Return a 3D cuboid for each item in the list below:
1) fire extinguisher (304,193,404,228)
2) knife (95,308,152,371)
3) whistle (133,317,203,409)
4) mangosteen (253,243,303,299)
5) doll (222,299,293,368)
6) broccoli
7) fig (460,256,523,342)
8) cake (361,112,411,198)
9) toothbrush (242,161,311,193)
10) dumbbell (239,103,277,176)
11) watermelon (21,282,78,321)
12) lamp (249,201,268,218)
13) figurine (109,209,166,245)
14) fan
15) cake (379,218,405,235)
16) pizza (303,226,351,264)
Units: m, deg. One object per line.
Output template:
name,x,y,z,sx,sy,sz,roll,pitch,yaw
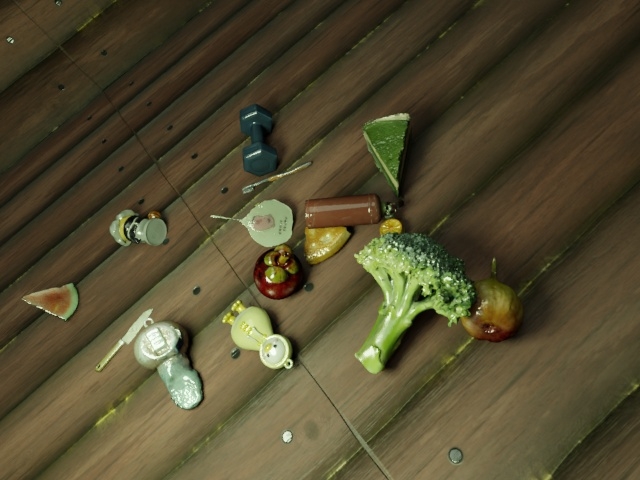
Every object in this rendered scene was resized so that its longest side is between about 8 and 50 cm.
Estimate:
fire extinguisher,0.121,-0.106,1.448,0.336,0.107,0.147,-4,14,8
knife,-0.747,0.380,1.619,0.047,0.017,0.298,26,70,31
whistle,-0.507,0.413,1.434,0.189,0.189,0.348,-36,75,0
mangosteen,-0.139,0.101,1.415,0.199,0.200,0.200,-11,57,17
doll,-0.193,0.309,1.359,0.296,0.117,0.141,32,80,35
broccoli,0.211,0.151,1.230,0.397,0.274,0.353,-59,10,30
fig,0.469,0.148,1.161,0.159,0.159,0.257,3,48,25
cake,0.285,-0.307,1.500,0.172,0.158,0.284,-25,56,6
toothbrush,-0.184,-0.264,1.759,0.320,0.023,0.031,-22,62,11
dumbbell,-0.271,-0.436,1.826,0.144,0.159,0.325,-40,46,38
watermelon,-1.134,0.285,1.770,0.207,0.202,0.136,44,123,38
lamp,-0.228,-0.102,1.640,0.101,0.090,0.101,-22,14,6
figurine,-0.795,-0.058,1.834,0.236,0.133,0.176,4,54,23
fan,-0.257,-0.073,1.579,0.309,0.010,0.183,6,85,-4
cake,0.242,-0.032,1.421,0.083,0.044,0.084,-11,56,16
pizza,0.000,0.000,1.503,0.161,0.062,0.182,40,86,29
